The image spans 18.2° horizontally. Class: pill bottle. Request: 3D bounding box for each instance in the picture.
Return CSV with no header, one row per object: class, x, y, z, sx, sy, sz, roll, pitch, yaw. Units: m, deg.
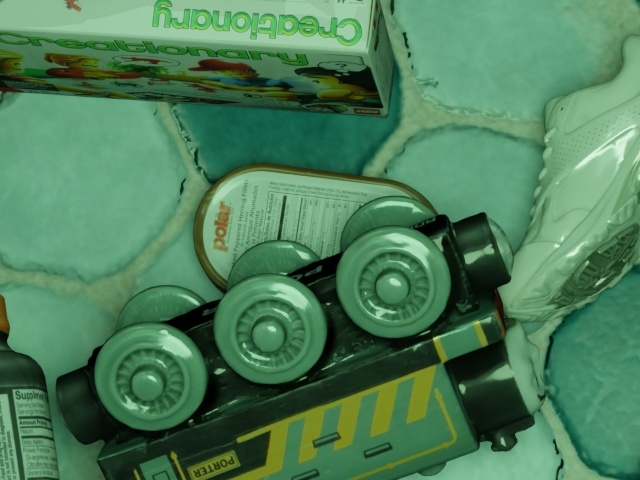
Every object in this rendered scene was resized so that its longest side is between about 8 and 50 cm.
pill bottle,-0.251,0.162,1.412,0.130,0.130,0.245,-11,79,4

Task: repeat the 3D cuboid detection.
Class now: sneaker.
sneaker,0.192,-0.046,1.432,0.115,0.090,0.232,39,89,30

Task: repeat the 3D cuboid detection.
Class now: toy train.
toy train,-0.010,0.099,1.378,0.334,0.142,0.190,-21,102,6

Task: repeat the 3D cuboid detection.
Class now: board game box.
board game box,-0.106,-0.142,1.414,0.305,0.193,0.053,4,81,7

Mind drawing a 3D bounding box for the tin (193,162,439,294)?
tin,0.000,0.000,1.460,0.190,0.040,0.106,7,77,7
